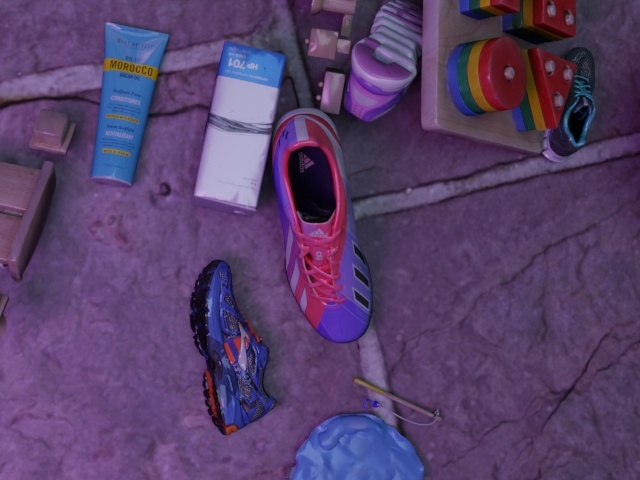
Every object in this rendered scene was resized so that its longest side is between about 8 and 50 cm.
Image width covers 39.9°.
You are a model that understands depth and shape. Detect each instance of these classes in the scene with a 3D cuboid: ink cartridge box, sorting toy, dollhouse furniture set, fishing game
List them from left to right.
[{"bbox_3d":[-0.487,0.000,1.044,0.304,0.173,0.355,14,59,-3],"label":"dollhouse furniture set"},{"bbox_3d":[-0.104,-0.133,1.097,0.082,0.139,0.190,13,85,-9],"label":"ink cartridge box"},{"bbox_3d":[-0.026,-0.252,1.131,0.123,0.144,0.151,9,104,-2],"label":"dollhouse furniture set"},{"bbox_3d":[0.046,0.322,1.164,0.189,0.041,0.264,22,76,-10],"label":"fishing game"},{"bbox_3d":[0.243,-0.254,1.132,0.257,0.089,0.255,4,87,-47],"label":"sorting toy"}]

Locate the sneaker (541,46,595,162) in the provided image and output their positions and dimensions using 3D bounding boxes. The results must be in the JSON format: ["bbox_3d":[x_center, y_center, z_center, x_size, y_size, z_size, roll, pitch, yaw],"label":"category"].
[{"bbox_3d":[0.359,-0.191,1.227,0.065,0.076,0.166,12,86,-12],"label":"sneaker"}]

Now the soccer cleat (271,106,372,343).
[{"bbox_3d":[0.000,0.000,1.088,0.109,0.116,0.318,-9,111,3],"label":"soccer cleat"}]

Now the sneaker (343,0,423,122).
[{"bbox_3d":[0.091,-0.229,1.142,0.095,0.104,0.236,30,42,7],"label":"sneaker"}]

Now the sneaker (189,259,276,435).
[{"bbox_3d":[-0.111,0.132,1.127,0.087,0.083,0.221,-10,96,-25],"label":"sneaker"}]

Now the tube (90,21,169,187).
[{"bbox_3d":[-0.248,-0.172,1.121,0.080,0.052,0.207,10,80,-18],"label":"tube"}]
